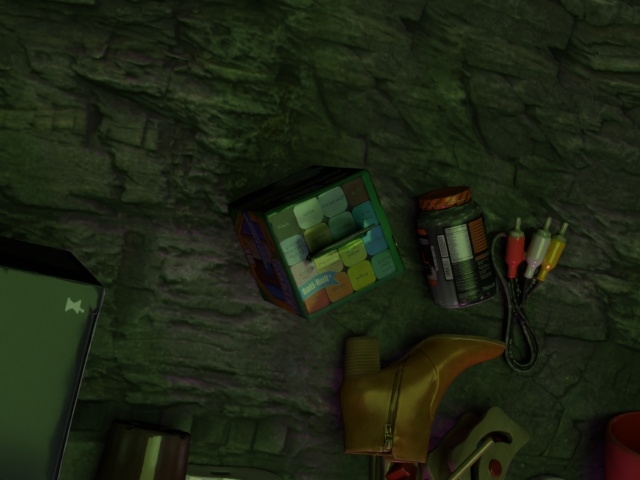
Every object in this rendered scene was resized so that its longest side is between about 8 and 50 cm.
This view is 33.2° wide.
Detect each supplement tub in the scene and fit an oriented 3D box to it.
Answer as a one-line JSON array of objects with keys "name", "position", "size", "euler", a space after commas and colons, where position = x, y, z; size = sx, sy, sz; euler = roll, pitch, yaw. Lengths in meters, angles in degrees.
[{"name": "supplement tub", "position": [0.228, 0.010, 1.825], "size": [0.117, 0.117, 0.190], "euler": [-16, 101, -17]}]

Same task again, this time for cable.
[{"name": "cable", "position": [0.351, 0.094, 1.902], "size": [0.140, 0.072, 0.287], "euler": [6, 94, -15]}]

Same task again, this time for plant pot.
[{"name": "plant pot", "position": [-0.278, 0.370, 1.668], "size": [0.167, 0.167, 0.165], "euler": [13, 84, -21]}, {"name": "plant pot", "position": [0.637, 0.474, 1.964], "size": [0.275, 0.275, 0.243], "euler": [2, 105, -20]}]

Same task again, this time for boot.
[{"name": "boot", "position": [0.176, 0.268, 1.816], "size": [0.295, 0.104, 0.211], "euler": [-1, 76, -8]}, {"name": "boot", "position": [-0.153, 0.422, 1.768], "size": [0.190, 0.069, 0.086], "euler": [9, 100, -12]}]

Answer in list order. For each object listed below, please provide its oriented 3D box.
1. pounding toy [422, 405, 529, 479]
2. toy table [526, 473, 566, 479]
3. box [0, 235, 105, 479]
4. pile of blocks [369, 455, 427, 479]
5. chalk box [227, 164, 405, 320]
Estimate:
[{"name": "pounding toy", "position": [0.281, 0.396, 1.817], "size": [0.269, 0.155, 0.154], "euler": [-39, 99, -41]}, {"name": "toy table", "position": [0.403, 0.567, 1.928], "size": [0.252, 0.161, 0.274], "euler": [24, 87, -21]}, {"name": "box", "position": [-0.450, 0.153, 1.450], "size": [0.212, 0.395, 0.293], "euler": [14, 91, -21]}, {"name": "pile of blocks", "position": [0.108, 0.511, 1.841], "size": [0.149, 0.113, 0.362], "euler": [25, 88, -20]}, {"name": "chalk box", "position": [0.000, 0.000, 1.649], "size": [0.180, 0.289, 0.179], "euler": [-25, 104, -15]}]
